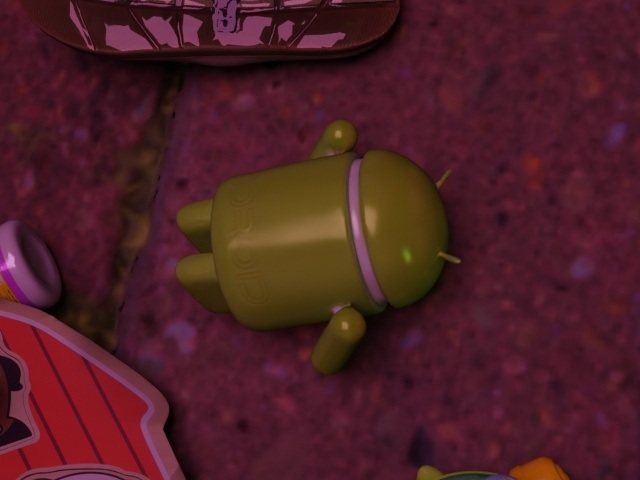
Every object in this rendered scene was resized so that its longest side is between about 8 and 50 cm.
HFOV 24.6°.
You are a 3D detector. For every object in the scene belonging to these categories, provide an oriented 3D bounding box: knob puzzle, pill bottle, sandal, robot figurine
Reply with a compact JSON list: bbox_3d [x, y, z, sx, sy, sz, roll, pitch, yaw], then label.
[{"bbox_3d":[-0.143,0.087,0.571,0.213,0.030,0.213,11,51,-14],"label":"knob puzzle"},{"bbox_3d":[-0.161,0.027,0.658,0.083,0.043,0.043,-27,68,10],"label":"pill bottle"},{"bbox_3d":[-0.053,-0.110,0.665,0.180,0.049,0.072,6,82,5],"label":"sandal"},{"bbox_3d":[0.000,0.000,0.600,0.115,0.067,0.101,-11,60,15],"label":"robot figurine"}]

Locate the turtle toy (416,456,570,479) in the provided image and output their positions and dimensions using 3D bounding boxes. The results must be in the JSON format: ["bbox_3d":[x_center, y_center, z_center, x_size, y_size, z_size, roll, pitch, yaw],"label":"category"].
[{"bbox_3d":[0.064,0.141,0.538,0.095,0.066,0.130,-29,68,8],"label":"turtle toy"}]
